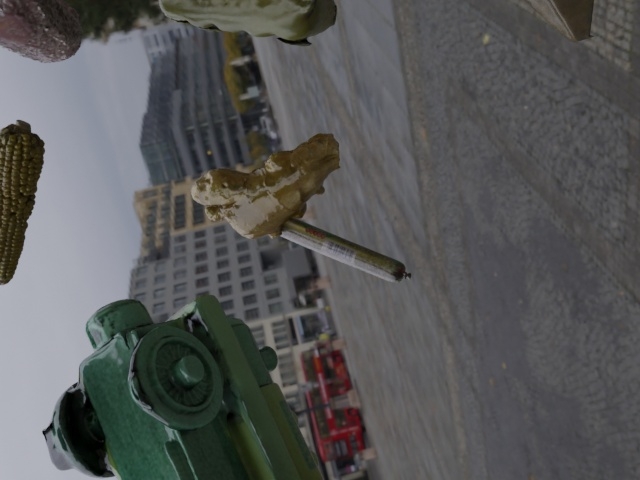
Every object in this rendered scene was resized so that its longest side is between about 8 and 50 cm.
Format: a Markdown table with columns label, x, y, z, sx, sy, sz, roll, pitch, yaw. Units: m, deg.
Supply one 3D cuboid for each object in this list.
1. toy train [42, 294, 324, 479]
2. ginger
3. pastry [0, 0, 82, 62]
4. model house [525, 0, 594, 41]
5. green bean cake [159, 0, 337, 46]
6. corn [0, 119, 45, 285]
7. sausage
| label | x | y | z | sx | sy | sz | roll | pitch | yaw |
| --- | --- | --- | --- | --- | --- | --- | --- | --- | --- |
| toy train | -0.062 | 0.206 | 0.618 | 0.237 | 0.150 | 0.369 | -6 | -116 | -53 |
| ginger | -0.060 | -0.060 | 0.984 | 0.081 | 0.205 | 0.115 | -42 | -67 | -77 |
| pastry | -0.413 | -0.314 | 1.070 | 0.265 | 0.103 | 0.112 | -82 | -18 | -81 |
| model house | 0.079 | -0.205 | 0.306 | 0.248 | 0.176 | 0.181 | 63 | 177 | -15 |
| green bean cake | -0.098 | -0.476 | 1.176 | 0.202 | 0.285 | 0.310 | -41 | -35 | -67 |
| corn | -0.593 | -0.069 | 1.427 | 0.097 | 0.097 | 0.319 | -113 | 38 | -76 |
| sausage | 0.000 | 0.000 | 1.035 | 0.033 | 0.269 | 0.033 | -61 | -15 | -28 |
